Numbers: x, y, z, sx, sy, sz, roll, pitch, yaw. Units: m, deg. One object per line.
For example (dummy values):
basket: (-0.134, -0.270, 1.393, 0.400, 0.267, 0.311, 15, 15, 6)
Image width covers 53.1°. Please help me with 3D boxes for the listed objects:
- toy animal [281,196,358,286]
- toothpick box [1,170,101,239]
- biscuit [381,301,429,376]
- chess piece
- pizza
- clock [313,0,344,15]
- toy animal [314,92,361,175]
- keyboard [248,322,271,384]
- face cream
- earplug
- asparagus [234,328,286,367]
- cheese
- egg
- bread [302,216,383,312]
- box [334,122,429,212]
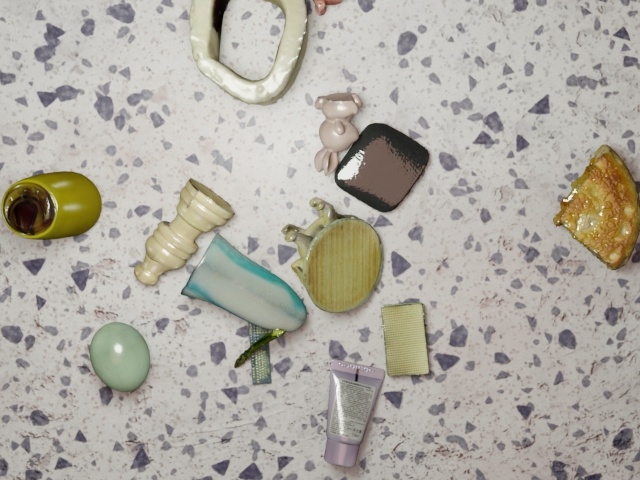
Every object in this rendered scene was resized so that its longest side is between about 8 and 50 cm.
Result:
toy animal: (-0.016, 0.000, 1.695, 0.168, 0.121, 0.233, 34, 86, -19)
toothpick box: (-0.675, -0.086, 1.607, 0.174, 0.271, 0.175, 0, 96, 0)
biscuit: (0.232, 0.270, 1.756, 0.121, 0.040, 0.200, -4, 95, 3)
chess piece: (-0.378, -0.002, 1.702, 0.138, 0.124, 0.307, 33, 101, -35)
pizza: (0.726, -0.080, 1.691, 0.226, 0.086, 0.336, -8, 95, 6)
clock: (0.029, -0.679, 1.628, 0.162, 0.093, 0.166, -32, 94, 1)
toy animal: (0.045, -0.276, 1.671, 0.124, 0.124, 0.213, 6, 117, 0)
keyboard: (-0.168, 0.313, 1.778, 0.055, 0.014, 0.176, -3, 97, -2)
face cream: (0.078, 0.475, 1.764, 0.154, 0.096, 0.274, 12, 83, 2)
earplug: (-0.183, 0.142, 1.687, 0.324, 0.185, 0.185, 32, 96, -9)
asparagus: (-0.168, 0.285, 1.719, 0.027, 0.034, 0.236, 24, 136, -29)
cheese: (-0.182, -0.513, 1.618, 0.292, 0.153, 0.332, 9, 95, -1)
egg: (-0.533, 0.312, 1.711, 0.149, 0.149, 0.192, -23, 98, 3)
bread: (0.058, 0.064, 1.670, 0.267, 0.040, 0.267, -11, 108, -35)
box: (0.162, -0.195, 1.704, 0.201, 0.042, 0.213, 32, 95, -3)
